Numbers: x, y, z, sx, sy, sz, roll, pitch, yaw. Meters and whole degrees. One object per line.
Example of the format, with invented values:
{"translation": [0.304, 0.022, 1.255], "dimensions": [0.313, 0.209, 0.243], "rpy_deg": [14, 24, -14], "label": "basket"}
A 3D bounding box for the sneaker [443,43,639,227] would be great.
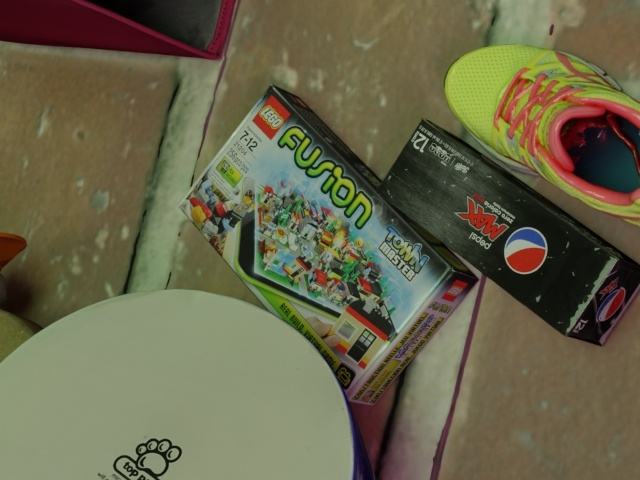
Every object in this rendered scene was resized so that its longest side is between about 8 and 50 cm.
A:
{"translation": [0.149, -0.070, 0.898], "dimensions": [0.208, 0.094, 0.081], "rpy_deg": [31, 99, 36], "label": "sneaker"}

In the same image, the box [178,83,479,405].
{"translation": [0.000, 0.000, 1.018], "dimensions": [0.114, 0.036, 0.207], "rpy_deg": [-52, 57, 13], "label": "box"}

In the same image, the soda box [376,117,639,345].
{"translation": [0.117, -0.006, 0.931], "dimensions": [0.169, 0.053, 0.060], "rpy_deg": [40, 103, 34], "label": "soda box"}

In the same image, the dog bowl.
{"translation": [-0.098, 0.164, 0.932], "dimensions": [0.265, 0.104, 0.265], "rpy_deg": [-5, 54, 7], "label": "dog bowl"}

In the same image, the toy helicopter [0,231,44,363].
{"translation": [-0.323, 0.100, 1.155], "dimensions": [0.355, 0.140, 0.235], "rpy_deg": [9, 83, 37], "label": "toy helicopter"}

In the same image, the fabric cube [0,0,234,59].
{"translation": [-0.218, -0.293, 1.097], "dimensions": [0.258, 0.254, 0.259], "rpy_deg": [10, 86, 37], "label": "fabric cube"}
